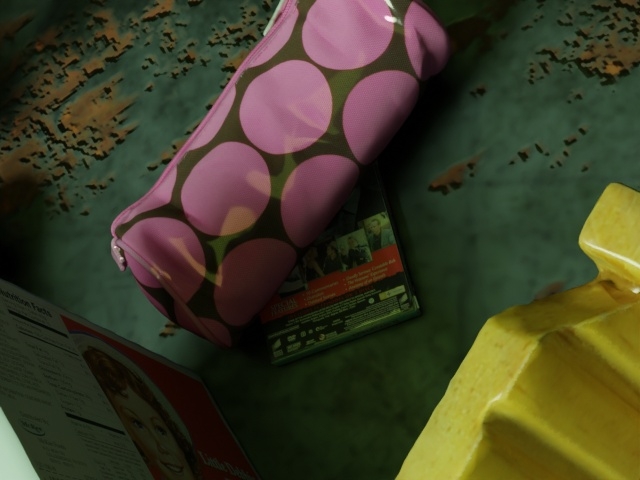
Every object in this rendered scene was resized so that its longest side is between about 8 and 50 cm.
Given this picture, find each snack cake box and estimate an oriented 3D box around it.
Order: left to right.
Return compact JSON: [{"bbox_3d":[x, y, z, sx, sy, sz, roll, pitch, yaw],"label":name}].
[{"bbox_3d":[-0.109,0.115,0.647,0.089,0.264,0.152,-39,62,6],"label":"snack cake box"}]

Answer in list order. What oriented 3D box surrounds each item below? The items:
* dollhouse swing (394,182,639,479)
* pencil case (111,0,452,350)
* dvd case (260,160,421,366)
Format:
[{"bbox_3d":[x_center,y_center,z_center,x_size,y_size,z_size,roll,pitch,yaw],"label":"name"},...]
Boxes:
[{"bbox_3d":[0.192,0.226,0.486,0.305,0.315,0.346,26,82,48],"label":"dollhouse swing"},{"bbox_3d":[-0.026,-0.049,0.754,0.098,0.095,0.209,36,85,-6],"label":"pencil case"},{"bbox_3d":[0.000,0.000,0.784,0.087,0.013,0.119,-22,66,14],"label":"dvd case"}]
